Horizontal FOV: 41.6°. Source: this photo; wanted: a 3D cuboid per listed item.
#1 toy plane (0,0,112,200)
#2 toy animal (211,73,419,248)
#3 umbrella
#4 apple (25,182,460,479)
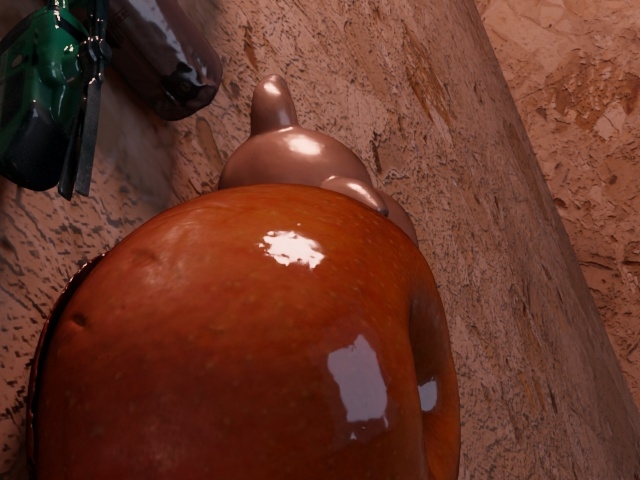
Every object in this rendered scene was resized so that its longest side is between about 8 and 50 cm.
[{"bbox_3d":[-0.164,-0.115,0.508,0.060,0.096,0.235,36,42,-49],"label":"toy plane"},{"bbox_3d":[0.003,0.001,0.702,0.165,0.149,0.248,40,-6,29],"label":"toy animal"},{"bbox_3d":[-0.189,-0.224,0.598,0.337,0.067,0.073,51,18,-30],"label":"umbrella"},{"bbox_3d":[-0.027,0.094,0.481,0.251,0.206,0.272,67,22,-8],"label":"apple"}]
